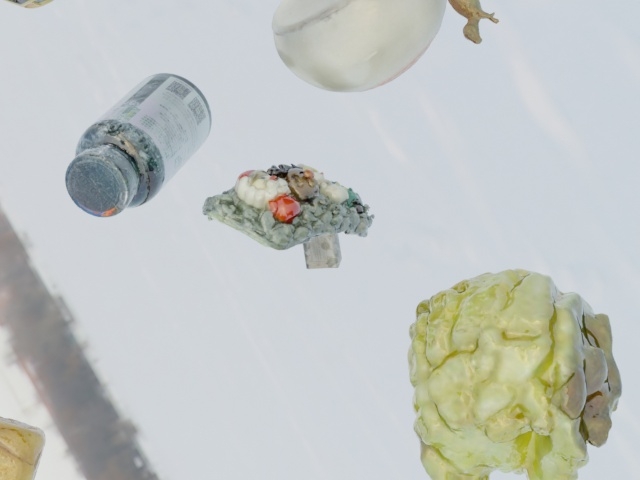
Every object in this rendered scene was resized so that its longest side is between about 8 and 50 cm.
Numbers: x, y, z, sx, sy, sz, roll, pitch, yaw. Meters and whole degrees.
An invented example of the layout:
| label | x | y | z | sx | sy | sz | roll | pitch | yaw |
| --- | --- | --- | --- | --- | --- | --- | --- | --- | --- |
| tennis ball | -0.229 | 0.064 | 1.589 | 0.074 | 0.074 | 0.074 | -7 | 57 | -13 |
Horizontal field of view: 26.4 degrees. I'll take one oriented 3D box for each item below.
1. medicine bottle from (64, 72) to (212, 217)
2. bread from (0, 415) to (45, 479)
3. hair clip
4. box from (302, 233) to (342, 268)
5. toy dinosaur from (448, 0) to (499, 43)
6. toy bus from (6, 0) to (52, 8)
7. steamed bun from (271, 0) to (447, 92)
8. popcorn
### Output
| label | x | y | z | sx | sy | sz | roll | pitch | yaw |
| --- | --- | --- | --- | --- | --- | --- | --- | --- | --- |
| medicine bottle | -0.275 | -0.140 | 2.046 | 0.141 | 0.141 | 0.293 | 64 | -154 | -18 |
| bread | -0.576 | 0.437 | 2.297 | 0.132 | 0.167 | 0.294 | -164 | 89 | -79 |
| hair clip | -0.025 | -0.056 | 1.793 | 0.138 | 0.091 | 0.321 | 26 | -164 | 20 |
| box | 0.000 | 0.000 | 2.367 | 0.045 | 0.062 | 0.098 | -64 | -33 | -62 |
| toy dinosaur | 0.190 | -0.357 | 1.933 | 0.162 | 0.126 | 0.039 | 31 | 160 | 12 |
| toy bus | -0.378 | -0.423 | 1.786 | 0.151 | 0.331 | 0.145 | 35 | 148 | -29 |
| steamed bun | 0.060 | -0.271 | 1.699 | 0.145 | 0.232 | 0.232 | 54 | 173 | -24 |
| popcorn | 0.226 | 0.169 | 1.590 | 0.293 | 0.237 | 0.292 | -12 | -90 | -70 |
